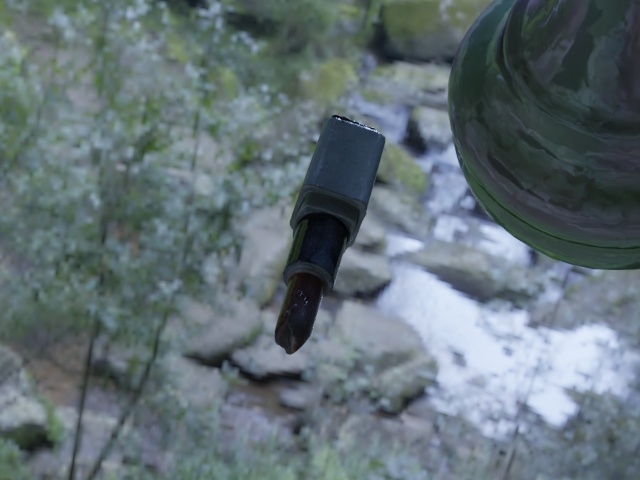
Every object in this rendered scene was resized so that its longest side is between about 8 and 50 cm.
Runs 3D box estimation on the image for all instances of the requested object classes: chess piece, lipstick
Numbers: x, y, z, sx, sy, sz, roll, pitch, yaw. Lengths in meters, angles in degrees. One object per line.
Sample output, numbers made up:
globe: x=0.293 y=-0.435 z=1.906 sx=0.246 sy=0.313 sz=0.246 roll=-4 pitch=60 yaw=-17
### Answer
chess piece: x=0.115 y=-0.108 z=0.544 sx=0.139 sy=0.271 sz=0.139 roll=-2 pitch=60 yaw=3
lipstick: x=0.000 y=0.000 z=0.548 sx=0.025 sy=0.025 sz=0.107 roll=19 pitch=46 yaw=-1
